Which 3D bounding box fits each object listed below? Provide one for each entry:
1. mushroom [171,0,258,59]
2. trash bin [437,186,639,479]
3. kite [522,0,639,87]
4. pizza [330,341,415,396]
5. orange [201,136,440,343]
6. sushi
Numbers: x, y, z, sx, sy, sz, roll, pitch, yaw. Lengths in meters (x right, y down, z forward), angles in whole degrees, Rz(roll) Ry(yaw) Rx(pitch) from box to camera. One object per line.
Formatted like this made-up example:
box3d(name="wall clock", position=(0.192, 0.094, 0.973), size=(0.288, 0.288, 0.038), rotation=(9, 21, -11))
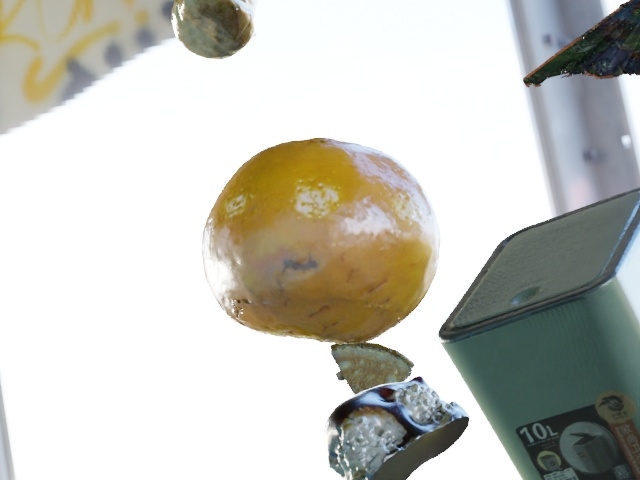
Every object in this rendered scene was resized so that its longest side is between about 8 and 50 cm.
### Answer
box3d(name="mushroom", position=(-0.067, -0.350, 1.574), size=(0.095, 0.351, 0.123), rotation=(15, -13, -4))
box3d(name="trash bin", position=(0.267, 0.157, 1.305), size=(0.158, 0.343, 0.223), rotation=(-23, 12, 30))
box3d(name="kite", position=(0.191, -0.097, 0.758), size=(0.190, 0.010, 0.159), rotation=(-3, -29, 9))
box3d(name="pizza", position=(0.047, 0.127, 1.468), size=(0.083, 0.078, 0.025), rotation=(13, 29, 17))
box3d(name="orange", position=(0.000, 0.000, 0.545), size=(0.083, 0.070, 0.083), rotation=(5, -3, 0))
box3d(name="sushi", position=(0.034, 0.098, 0.808), size=(0.083, 0.046, 0.044), rotation=(-21, -38, -43))
